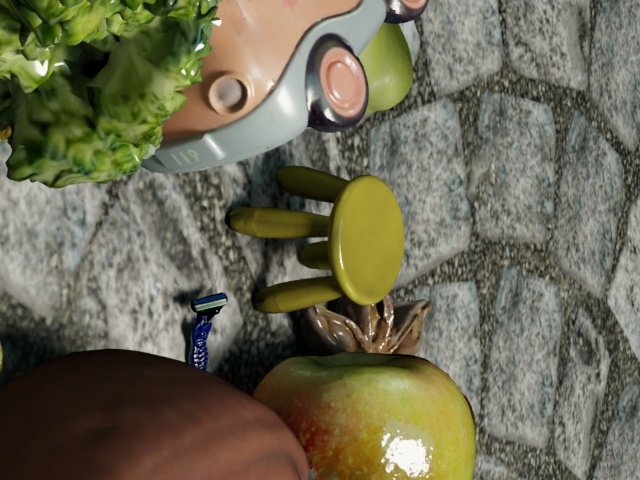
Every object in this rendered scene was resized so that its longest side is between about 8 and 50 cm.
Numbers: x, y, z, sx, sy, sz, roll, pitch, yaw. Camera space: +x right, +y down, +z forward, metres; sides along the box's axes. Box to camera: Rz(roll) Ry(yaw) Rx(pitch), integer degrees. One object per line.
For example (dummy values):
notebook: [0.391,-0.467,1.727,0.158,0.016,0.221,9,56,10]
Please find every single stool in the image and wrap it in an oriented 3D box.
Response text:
stool: [0.000,0.000,1.365,0.135,0.110,0.134,28,69,-54]

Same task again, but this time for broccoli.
broccoli: [-0.194,-0.206,0.928,0.317,0.338,0.277,-4,64,-36]

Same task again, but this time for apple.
apple: [0.032,0.190,1.327,0.207,0.174,0.188,4,96,-22]

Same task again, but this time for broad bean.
broad bean: [0.033,-0.189,1.414,0.174,0.082,0.124,73,8,-47]

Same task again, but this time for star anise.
star anise: [0.024,0.115,1.453,0.172,0.063,0.208,23,77,-48]

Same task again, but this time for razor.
razor: [-0.091,0.121,1.302,0.044,0.028,0.154,-16,103,-54]

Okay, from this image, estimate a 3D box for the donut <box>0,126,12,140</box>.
donut: [-0.195,-0.095,1.133,0.083,0.038,0.067,19,71,-53]

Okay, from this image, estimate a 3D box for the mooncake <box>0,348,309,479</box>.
mooncake: [-0.146,0.235,1.056,0.334,0.174,0.326,-67,154,-14]

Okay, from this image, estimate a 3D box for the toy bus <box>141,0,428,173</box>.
toy bus: [-0.066,-0.200,1.199,0.232,0.194,0.287,58,45,-28]

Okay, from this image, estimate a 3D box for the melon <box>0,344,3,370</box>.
melon: [-0.261,0.051,0.997,0.160,0.079,0.128,-37,122,-50]
